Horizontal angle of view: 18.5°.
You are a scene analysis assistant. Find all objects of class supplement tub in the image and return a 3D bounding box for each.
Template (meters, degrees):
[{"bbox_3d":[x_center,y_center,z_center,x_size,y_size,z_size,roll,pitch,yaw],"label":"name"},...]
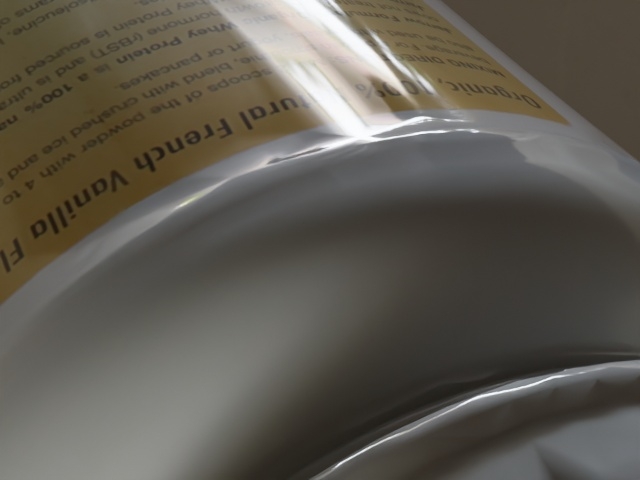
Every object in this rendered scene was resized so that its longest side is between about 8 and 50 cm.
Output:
[{"bbox_3d":[-0.029,0.041,0.463,0.228,0.228,0.316,-12,-145,-24],"label":"supplement tub"}]
